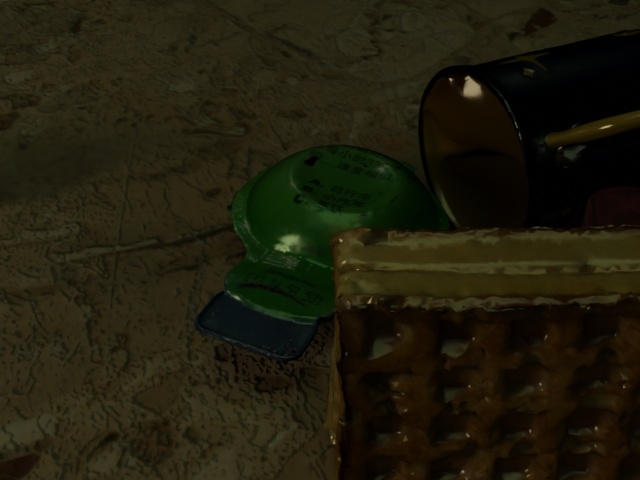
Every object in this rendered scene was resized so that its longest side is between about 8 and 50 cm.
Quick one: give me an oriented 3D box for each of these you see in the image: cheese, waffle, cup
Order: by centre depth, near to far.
[{"bbox_3d":[0.157,0.091,0.773,0.308,0.212,0.091,0,37,0],"label":"waffle"},{"bbox_3d":[0.000,0.000,0.975,0.204,0.083,0.320,18,40,16],"label":"cheese"},{"bbox_3d":[0.266,-0.089,1.006,0.256,0.178,0.255,-17,30,-22],"label":"cup"}]

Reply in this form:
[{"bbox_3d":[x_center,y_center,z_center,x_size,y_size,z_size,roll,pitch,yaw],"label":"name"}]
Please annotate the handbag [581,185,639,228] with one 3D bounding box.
[{"bbox_3d":[0.318,0.042,0.899,0.225,0.135,0.146,4,40,9],"label":"handbag"}]
